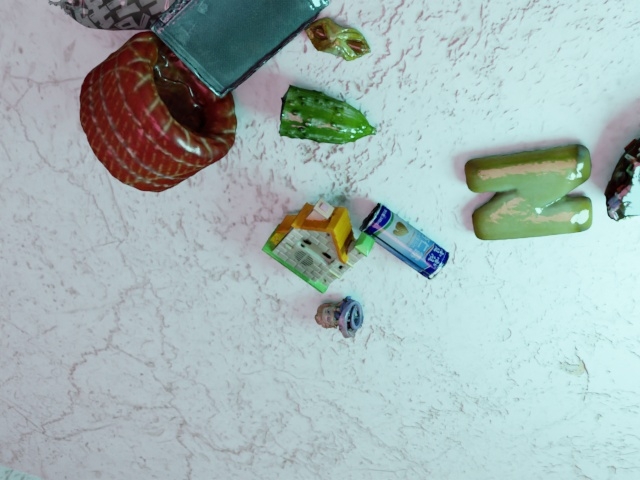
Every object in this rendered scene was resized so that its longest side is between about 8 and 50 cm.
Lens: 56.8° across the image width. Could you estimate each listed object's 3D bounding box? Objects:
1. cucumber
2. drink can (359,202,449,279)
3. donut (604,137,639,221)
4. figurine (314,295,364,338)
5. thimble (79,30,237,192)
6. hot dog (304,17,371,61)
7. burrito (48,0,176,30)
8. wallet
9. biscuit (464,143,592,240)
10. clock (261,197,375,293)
[{"bbox_3d":[0.020,-0.292,1.451,0.244,0.134,0.134,11,124,-2],"label":"cucumber"},{"bbox_3d":[0.224,0.003,1.582,0.235,0.097,0.097,35,124,-6],"label":"drink can"},{"bbox_3d":[0.815,-0.150,1.298,0.345,0.136,0.259,4,120,12],"label":"donut"},{"bbox_3d":[0.061,0.229,1.773,0.157,0.114,0.126,-7,88,51],"label":"figurine"},{"bbox_3d":[-0.382,-0.306,1.429,0.230,0.350,0.350,-24,112,29],"label":"thimble"},{"bbox_3d":[0.036,-0.464,1.368,0.169,0.061,0.078,19,123,4],"label":"hot dog"},{"bbox_3d":[-0.446,-0.568,1.420,0.445,0.101,0.139,-1,132,13],"label":"burrito"},{"bbox_3d":[-0.180,-0.513,1.344,0.342,0.075,0.237,-37,124,15],"label":"wallet"},{"bbox_3d":[0.510,-0.109,1.453,0.290,0.062,0.237,-4,120,20],"label":"biscuit"},{"bbox_3d":[0.000,0.000,1.595,0.220,0.106,0.255,37,141,-8],"label":"clock"}]
